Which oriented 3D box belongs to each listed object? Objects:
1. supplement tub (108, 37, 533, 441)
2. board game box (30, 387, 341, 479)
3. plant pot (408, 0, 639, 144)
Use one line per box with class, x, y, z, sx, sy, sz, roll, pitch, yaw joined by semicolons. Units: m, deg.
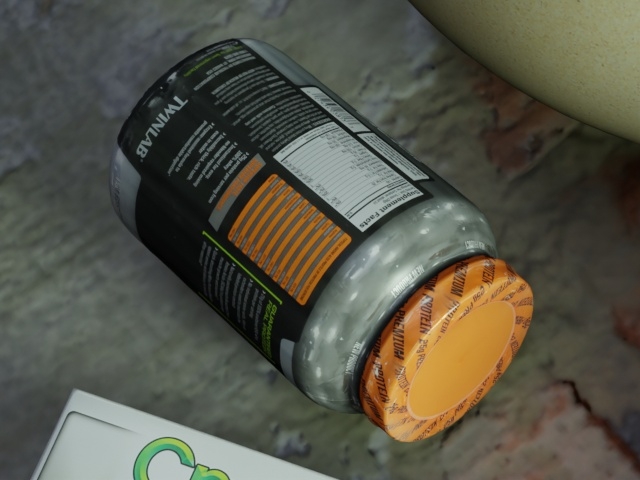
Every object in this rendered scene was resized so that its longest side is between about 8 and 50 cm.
supplement tub;0.000;0.000;0.860;0.117;0.117;0.190;-45;61;-7
board game box;-0.004;0.200;0.775;0.305;0.053;0.193;17;69;16
plant pot;0.168;-0.146;0.790;0.284;0.284;0.191;-29;65;3
